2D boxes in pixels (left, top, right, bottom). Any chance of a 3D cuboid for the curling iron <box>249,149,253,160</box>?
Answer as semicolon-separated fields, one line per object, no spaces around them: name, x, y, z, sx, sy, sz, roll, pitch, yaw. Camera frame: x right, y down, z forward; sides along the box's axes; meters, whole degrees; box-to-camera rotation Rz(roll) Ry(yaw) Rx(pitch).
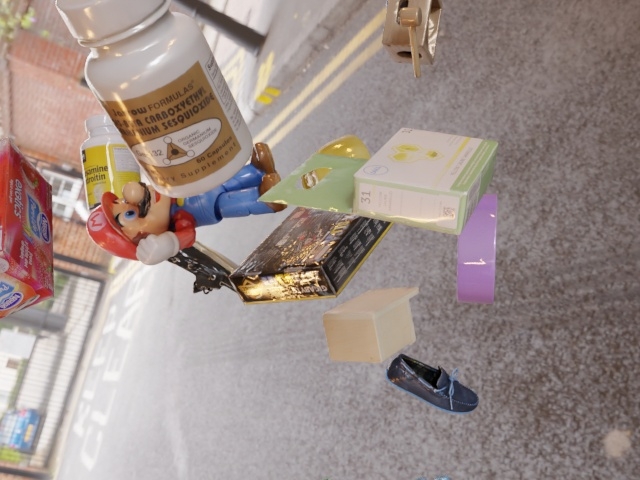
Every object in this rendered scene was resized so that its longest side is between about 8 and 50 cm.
curling iron;-0.157;-0.187;1.320;0.068;0.035;0.274;-57;22;4

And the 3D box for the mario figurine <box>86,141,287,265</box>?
mario figurine;-0.224;-0.072;1.079;0.198;0.321;0.170;-126;17;-76

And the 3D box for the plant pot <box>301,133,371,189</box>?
plant pot;0.022;-0.116;1.205;0.134;0.095;0.134;40;138;49

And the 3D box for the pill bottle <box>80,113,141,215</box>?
pill bottle;-0.390;-0.136;1.251;0.103;0.103;0.184;160;102;-65

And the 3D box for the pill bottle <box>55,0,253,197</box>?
pill bottle;-0.171;-0.168;0.713;0.131;0.131;0.229;-90;-18;-47

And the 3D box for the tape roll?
tape roll;0.392;0.020;1.677;0.275;0.090;0.274;3;-90;-76

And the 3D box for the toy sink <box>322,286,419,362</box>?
toy sink;0.140;0.211;1.675;0.153;0.234;0.131;-5;99;37

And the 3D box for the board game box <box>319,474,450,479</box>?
board game box;-0.071;0.392;0.861;0.390;0.390;0.050;-37;69;59

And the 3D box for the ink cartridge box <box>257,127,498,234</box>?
ink cartridge box;0.069;-0.081;0.770;0.171;0.235;0.056;-47;-36;-54

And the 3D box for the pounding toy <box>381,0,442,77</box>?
pounding toy;0.159;-0.400;1.273;0.206;0.094;0.181;7;-88;-72

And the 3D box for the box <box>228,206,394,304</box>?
box;0.000;0.000;1.369;0.257;0.079;0.322;-8;30;40

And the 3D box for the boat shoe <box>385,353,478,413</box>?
boat shoe;0.297;0.371;1.725;0.109;0.258;0.089;-87;19;-58

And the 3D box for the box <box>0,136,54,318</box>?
box;-0.489;-0.016;1.005;0.122;0.128;0.256;66;-178;-49

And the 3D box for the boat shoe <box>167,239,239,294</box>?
boat shoe;-0.282;0.069;1.576;0.113;0.340;0.127;-55;14;-1
